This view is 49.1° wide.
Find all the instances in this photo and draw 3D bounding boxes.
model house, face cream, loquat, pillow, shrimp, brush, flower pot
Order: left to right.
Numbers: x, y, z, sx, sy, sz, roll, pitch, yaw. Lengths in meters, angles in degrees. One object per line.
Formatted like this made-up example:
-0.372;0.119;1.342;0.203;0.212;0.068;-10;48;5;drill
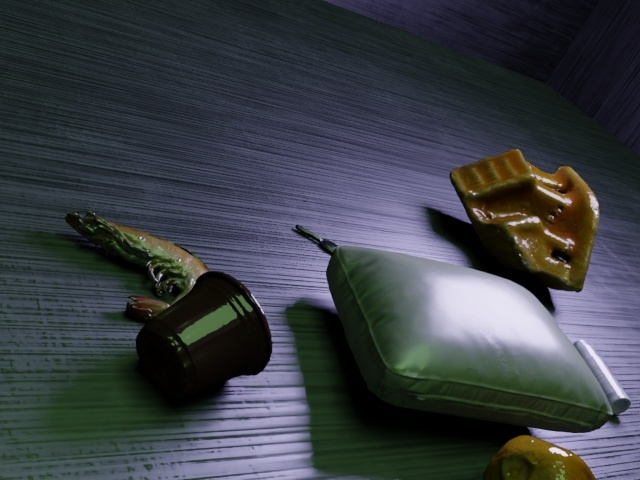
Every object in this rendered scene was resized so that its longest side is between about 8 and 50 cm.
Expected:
-0.200;0.031;0.744;0.178;0.034;0.124;26;34;-15;shrimp
-0.114;0.095;0.649;0.111;0.111;0.089;40;42;21;flower pot
0.000;0.000;1.001;0.083;0.008;0.024;31;31;4;brush
0.173;0.118;0.845;0.322;0.120;0.255;13;29;-23;pillow
0.349;-0.051;1.233;0.239;0.173;0.268;23;26;-13;model house
0.219;0.257;0.668;0.137;0.113;0.137;43;12;-12;loquat
0.406;0.194;1.024;0.034;0.034;0.130;17;29;-21;face cream
